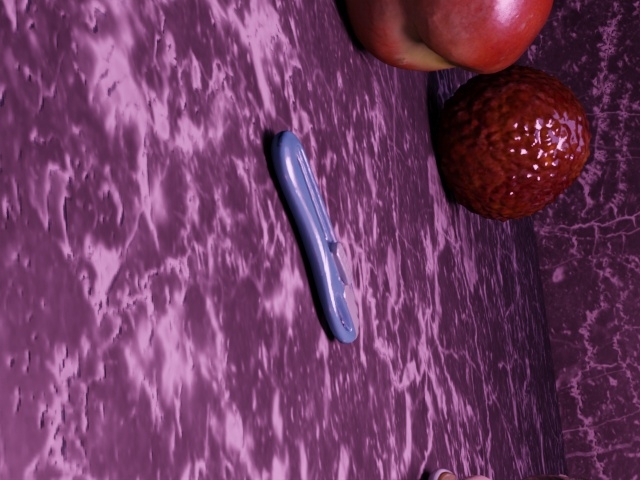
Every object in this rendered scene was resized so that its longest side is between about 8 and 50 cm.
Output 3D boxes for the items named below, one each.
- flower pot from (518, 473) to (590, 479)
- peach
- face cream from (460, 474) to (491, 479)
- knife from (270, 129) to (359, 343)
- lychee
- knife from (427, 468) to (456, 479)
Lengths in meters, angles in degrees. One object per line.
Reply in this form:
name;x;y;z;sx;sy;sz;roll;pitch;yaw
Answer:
flower pot;0.285;0.426;1.451;0.140;0.235;0.236;16;64;-49
peach;0.150;-0.311;1.249;0.252;0.252;0.253;-9;90;-74
face cream;0.126;0.335;1.069;0.348;0.081;0.174;11;63;-65
knife;0.000;0.000;0.969;0.064;0.031;0.222;-70;147;-52
lychee;0.305;-0.155;1.738;0.260;0.260;0.261;-9;90;-74
knife;0.115;0.350;1.179;0.061;0.027;0.343;59;24;-16
